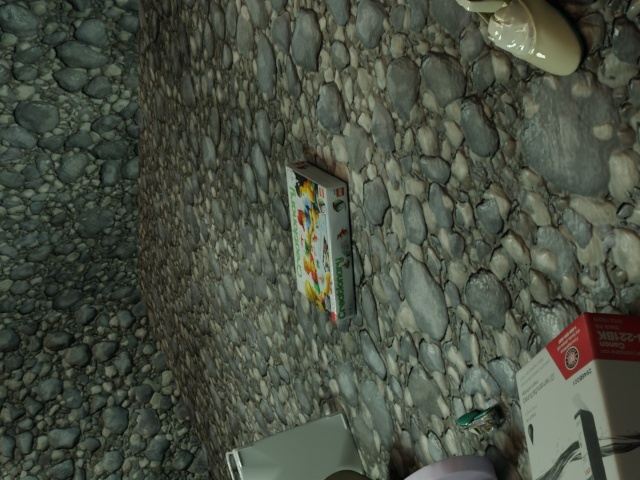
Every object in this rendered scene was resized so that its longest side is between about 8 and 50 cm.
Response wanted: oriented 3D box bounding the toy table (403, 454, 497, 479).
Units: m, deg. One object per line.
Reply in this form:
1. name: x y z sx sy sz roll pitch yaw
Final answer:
1. toy table: 0.220 0.487 1.385 0.274 0.252 0.161 89 171 -52

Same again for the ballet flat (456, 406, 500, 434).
1. ballet flat: 0.266 0.306 1.390 0.041 0.041 0.114 70 157 12

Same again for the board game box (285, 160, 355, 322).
1. board game box: 0.000 0.000 1.778 0.193 0.053 0.305 34 134 57

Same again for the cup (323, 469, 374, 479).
1. cup: 0.115 0.650 1.647 0.237 0.331 0.331 6 112 37

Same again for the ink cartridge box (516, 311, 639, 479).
1. ink cartridge box: 0.339 0.250 0.980 0.197 0.114 0.273 114 158 -56

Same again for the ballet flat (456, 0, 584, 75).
1. ballet flat: 0.230 -0.291 1.054 0.248 0.086 0.086 59 152 32

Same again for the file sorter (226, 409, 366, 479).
1. file sorter: -0.063 0.544 1.977 0.173 0.278 0.193 138 115 -69
